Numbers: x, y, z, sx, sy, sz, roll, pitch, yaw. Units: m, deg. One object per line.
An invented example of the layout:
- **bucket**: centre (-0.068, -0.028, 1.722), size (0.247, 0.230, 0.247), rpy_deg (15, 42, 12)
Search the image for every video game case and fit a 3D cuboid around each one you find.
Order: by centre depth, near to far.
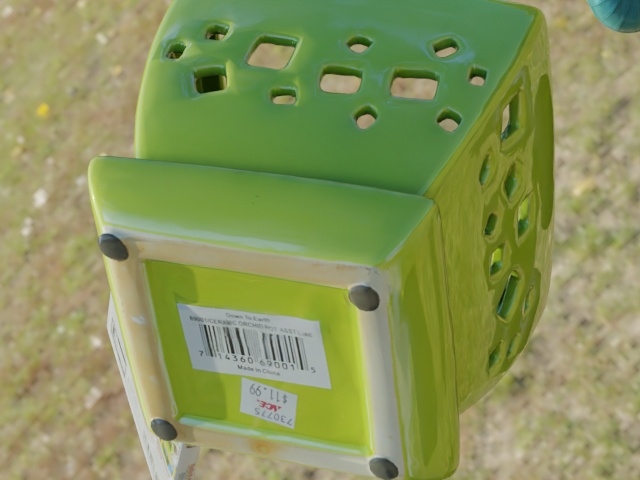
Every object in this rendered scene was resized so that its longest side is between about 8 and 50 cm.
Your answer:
- **video game case**: centre (-0.155, 0.113, 1.523), size (0.206, 0.026, 0.227), rpy_deg (106, 149, -52)

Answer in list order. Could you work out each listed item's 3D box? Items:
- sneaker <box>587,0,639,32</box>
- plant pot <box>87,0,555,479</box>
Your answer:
- **sneaker**: centre (0.301, -0.338, 1.535), size (0.108, 0.302, 0.121), rpy_deg (2, 18, 1)
- **plant pot**: centre (0.000, 0.000, 0.934), size (0.228, 0.227, 0.207), rpy_deg (9, 41, 19)
